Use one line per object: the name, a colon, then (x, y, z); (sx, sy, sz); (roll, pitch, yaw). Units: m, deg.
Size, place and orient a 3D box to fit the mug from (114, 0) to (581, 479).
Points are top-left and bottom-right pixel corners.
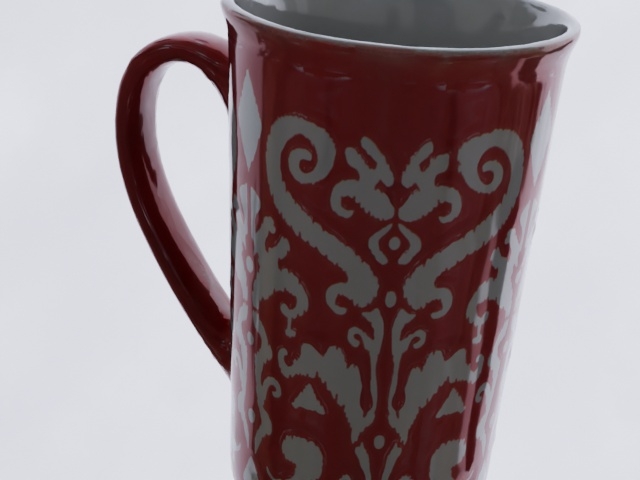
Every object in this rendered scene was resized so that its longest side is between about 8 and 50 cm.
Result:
mug: (0.009, -0.001, 0.448); (0.113, 0.150, 0.169); (-12, -64, -34)
